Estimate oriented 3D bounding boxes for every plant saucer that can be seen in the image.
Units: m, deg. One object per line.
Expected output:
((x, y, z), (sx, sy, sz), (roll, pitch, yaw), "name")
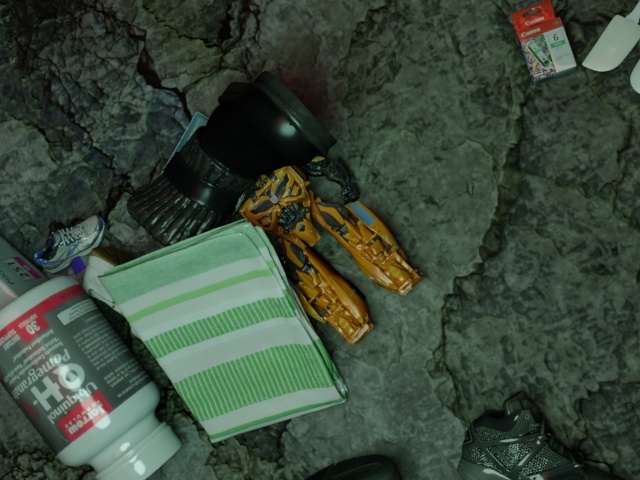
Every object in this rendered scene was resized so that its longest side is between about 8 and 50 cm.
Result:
((-0.220, -0.111, 1.198), (0.067, 0.018, 0.192), (32, 93, 16), "plant saucer")

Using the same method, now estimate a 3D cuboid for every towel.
((-0.130, 0.140, 1.053), (0.248, 0.038, 0.324), (-21, 116, 14), "towel")
((-0.409, 0.056, 1.242), (0.083, 0.009, 0.060), (-33, 77, 11), "towel")

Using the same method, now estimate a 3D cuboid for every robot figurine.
((0.000, 0.000, 1.091), (0.291, 0.085, 0.211), (45, 97, 15), "robot figurine")

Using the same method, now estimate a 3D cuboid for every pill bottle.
((-0.356, 0.224, 1.115), (0.176, 0.176, 0.318), (-39, 88, 10), "pill bottle")

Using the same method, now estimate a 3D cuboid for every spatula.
((0.502, -0.301, 1.011), (0.168, 0.019, 0.242), (37, 95, 21), "spatula")

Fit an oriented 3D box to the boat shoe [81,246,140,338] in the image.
((-0.256, 0.112, 1.155), (0.277, 0.098, 0.096), (30, 103, 18), "boat shoe")

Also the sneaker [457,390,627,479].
((0.305, 0.281, 0.979), (0.228, 0.087, 0.130), (11, 95, 22), "sneaker")

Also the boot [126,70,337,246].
((-0.132, -0.089, 1.020), (0.131, 0.348, 0.260), (42, 83, -20), "boot")

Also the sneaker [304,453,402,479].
((-0.013, 0.502, 1.035), (0.447, 0.169, 0.257), (-39, 85, 18), "sneaker")

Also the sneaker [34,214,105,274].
((-0.414, 0.004, 1.215), (0.135, 0.058, 0.052), (-40, 56, 7), "sneaker")

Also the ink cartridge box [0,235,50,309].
((-0.580, 0.021, 1.150), (0.275, 0.239, 0.060), (40, 97, 4), "ink cartridge box")

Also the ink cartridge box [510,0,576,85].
((0.317, -0.286, 1.054), (0.063, 0.029, 0.115), (-17, 81, 14), "ink cartridge box")
